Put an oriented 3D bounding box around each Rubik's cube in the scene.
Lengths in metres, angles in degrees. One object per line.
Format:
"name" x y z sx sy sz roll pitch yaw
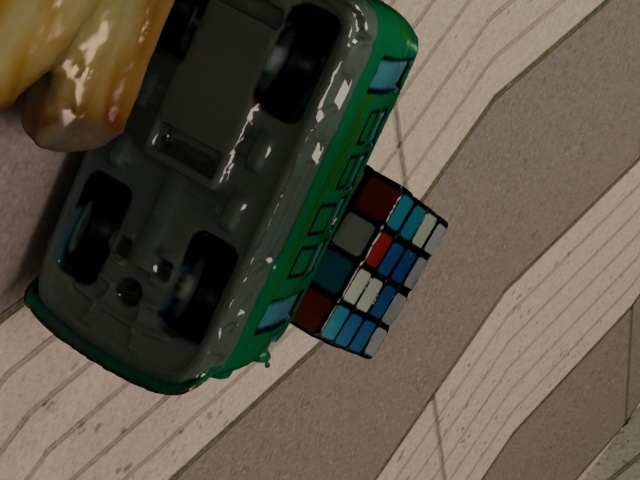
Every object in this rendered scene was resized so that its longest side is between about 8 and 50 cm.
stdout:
"Rubik's cube" 0.000 0.000 1.545 0.154 0.155 0.151 -59 156 -1

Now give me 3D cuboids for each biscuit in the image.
"biscuit" -0.169 -0.199 1.133 0.237 0.062 0.291 -1 118 -60

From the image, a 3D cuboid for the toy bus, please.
"toy bus" -0.068 -0.063 1.329 0.344 0.183 0.199 -64 159 12
